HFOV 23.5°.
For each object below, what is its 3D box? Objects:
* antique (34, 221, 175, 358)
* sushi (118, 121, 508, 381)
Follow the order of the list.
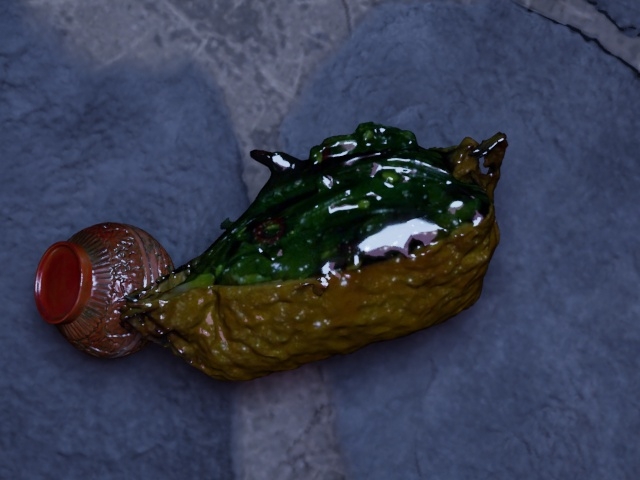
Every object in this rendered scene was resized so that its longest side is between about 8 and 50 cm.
[{"bbox_3d":[-0.149,0.036,1.108,0.104,0.104,0.104,0,91,-4],"label":"antique"},{"bbox_3d":[0.000,0.001,1.095,0.287,0.149,0.140,-14,128,2],"label":"sushi"}]
